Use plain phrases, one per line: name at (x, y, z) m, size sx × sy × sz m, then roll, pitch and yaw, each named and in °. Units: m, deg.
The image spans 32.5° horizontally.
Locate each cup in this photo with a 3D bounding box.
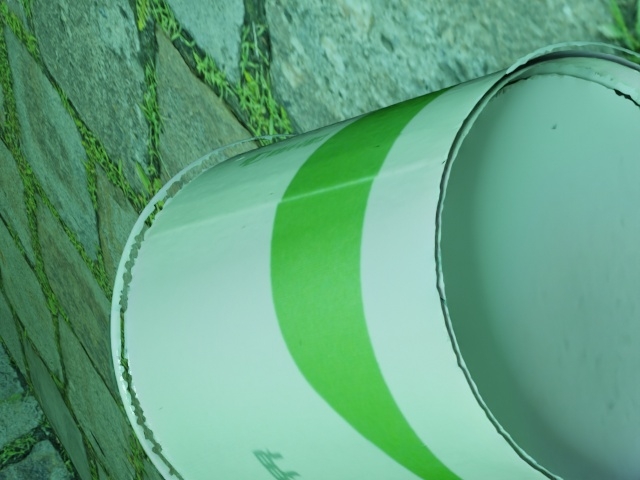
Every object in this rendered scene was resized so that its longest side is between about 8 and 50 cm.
cup at (0.054, 0.036, 0.551) m, size 0.274 × 0.253 × 0.253 m, roll -20°, pitch 94°, yaw 60°
